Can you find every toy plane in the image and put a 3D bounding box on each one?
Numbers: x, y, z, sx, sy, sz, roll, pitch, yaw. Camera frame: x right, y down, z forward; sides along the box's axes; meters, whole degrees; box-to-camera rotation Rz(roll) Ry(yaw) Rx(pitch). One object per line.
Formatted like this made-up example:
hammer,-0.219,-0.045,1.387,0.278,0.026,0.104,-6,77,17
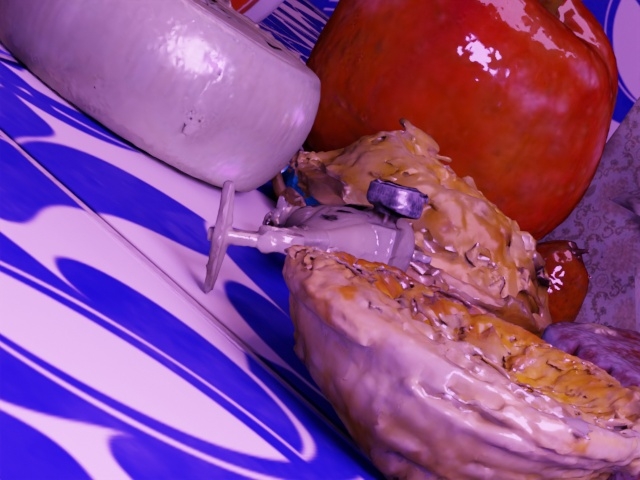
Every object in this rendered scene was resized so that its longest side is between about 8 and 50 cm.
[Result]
toy plane,0.000,0.000,1.061,0.108,0.092,0.286,16,5,11

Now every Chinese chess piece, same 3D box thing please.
Chinese chess piece,-0.117,-0.138,1.235,0.250,0.101,0.250,34,9,-6

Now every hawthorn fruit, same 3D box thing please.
hawthorn fruit,0.145,-0.146,1.530,0.287,0.330,0.287,24,38,-21
hawthorn fruit,0.210,0.038,1.573,0.081,0.093,0.081,37,10,-7

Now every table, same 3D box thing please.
table,0.396,0.000,1.684,0.222,0.335,0.272,41,10,27

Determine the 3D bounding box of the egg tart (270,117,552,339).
egg tart,0.086,-0.011,1.335,0.291,0.107,0.291,35,9,-6

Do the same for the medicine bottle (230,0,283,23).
medicine bottle,-0.155,-0.337,1.614,0.241,0.252,0.252,24,15,-51

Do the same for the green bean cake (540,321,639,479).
green bean cake,0.257,0.138,1.129,0.232,0.097,0.198,12,15,-32

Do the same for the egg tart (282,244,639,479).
egg tart,0.070,0.080,0.889,0.232,0.098,0.252,27,8,-14
